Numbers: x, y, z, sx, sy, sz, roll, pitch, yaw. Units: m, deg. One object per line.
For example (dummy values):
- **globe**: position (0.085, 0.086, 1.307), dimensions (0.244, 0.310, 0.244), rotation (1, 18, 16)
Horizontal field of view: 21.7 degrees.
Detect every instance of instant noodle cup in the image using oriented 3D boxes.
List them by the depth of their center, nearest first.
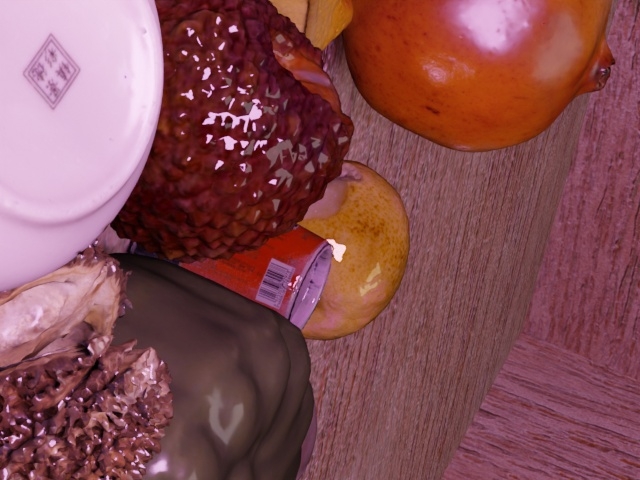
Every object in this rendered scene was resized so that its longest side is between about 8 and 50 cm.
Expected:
- **instant noodle cup**: position (-0.068, 0.015, 1.334), dimensions (0.127, 0.136, 0.127), rotation (23, 90, -77)

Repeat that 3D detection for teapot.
- **teapot**: position (-0.183, -0.069, 0.786), dimensions (0.299, 0.166, 0.208), rotation (-51, 144, -21)

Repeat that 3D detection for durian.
- **durian**: position (-0.186, 0.082, 0.959), dimensions (0.196, 0.196, 0.167), rotation (-60, 153, -27)

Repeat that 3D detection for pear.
- **pear**: position (0.000, 0.000, 1.516), dimensions (0.178, 0.178, 0.178), rotation (-59, 165, -28)

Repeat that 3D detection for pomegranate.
- **pomegranate**: position (0.151, -0.211, 1.551), dimensions (0.264, 0.264, 0.264), rotation (-59, 165, -28)

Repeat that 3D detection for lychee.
- **lychee**: position (-0.080, -0.075, 1.093), dimensions (0.188, 0.188, 0.188), rotation (-59, 165, -28)

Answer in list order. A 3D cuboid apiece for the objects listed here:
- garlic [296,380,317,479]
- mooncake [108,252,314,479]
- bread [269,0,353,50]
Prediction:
- **garlic**: position (-0.057, 0.171, 1.765), dimensions (0.148, 0.128, 0.266), rotation (114, -4, -56)
- **mooncake**: position (-0.144, 0.192, 1.203), dimensions (0.356, 0.194, 0.356), rotation (-60, 168, -22)
- **bread**: position (-0.025, -0.222, 1.190), dimensions (0.094, 0.102, 0.245), rotation (-55, 161, -32)
